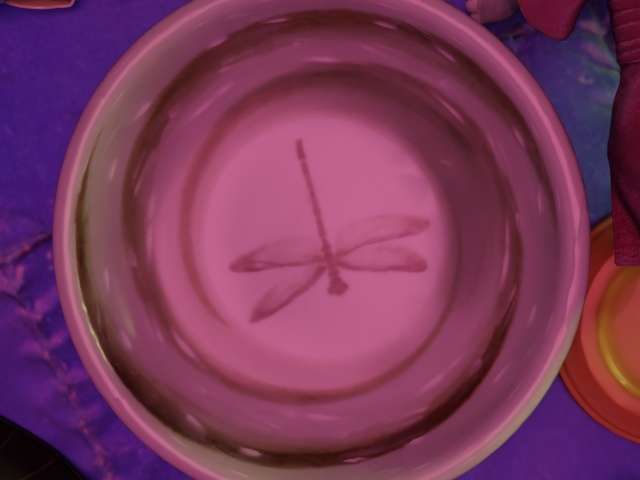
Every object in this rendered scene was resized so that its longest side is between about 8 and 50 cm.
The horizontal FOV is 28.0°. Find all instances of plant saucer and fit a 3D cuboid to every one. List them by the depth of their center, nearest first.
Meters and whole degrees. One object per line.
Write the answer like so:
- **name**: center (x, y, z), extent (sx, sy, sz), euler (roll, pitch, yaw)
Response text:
- **plant saucer**: center (0.000, 0.000, 0.980), extent (0.400, 0.100, 0.400), euler (1, 95, 9)
- **plant saucer**: center (0.277, 0.066, 0.993), extent (0.200, 0.037, 0.200), euler (0, 94, 6)

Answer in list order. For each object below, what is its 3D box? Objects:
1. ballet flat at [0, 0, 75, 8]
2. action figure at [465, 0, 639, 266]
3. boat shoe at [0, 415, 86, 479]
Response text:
- **ballet flat**: center (-0.186, -0.223, 1.017), extent (0.213, 0.072, 0.068), euler (-9, 120, 7)
- **action figure**: center (0.238, -0.141, 0.868), extent (0.248, 0.276, 0.370), euler (-21, 94, 10)
- **boat shoe**: center (-0.303, 0.191, 1.035), extent (0.307, 0.111, 0.104), euler (33, 100, 13)
